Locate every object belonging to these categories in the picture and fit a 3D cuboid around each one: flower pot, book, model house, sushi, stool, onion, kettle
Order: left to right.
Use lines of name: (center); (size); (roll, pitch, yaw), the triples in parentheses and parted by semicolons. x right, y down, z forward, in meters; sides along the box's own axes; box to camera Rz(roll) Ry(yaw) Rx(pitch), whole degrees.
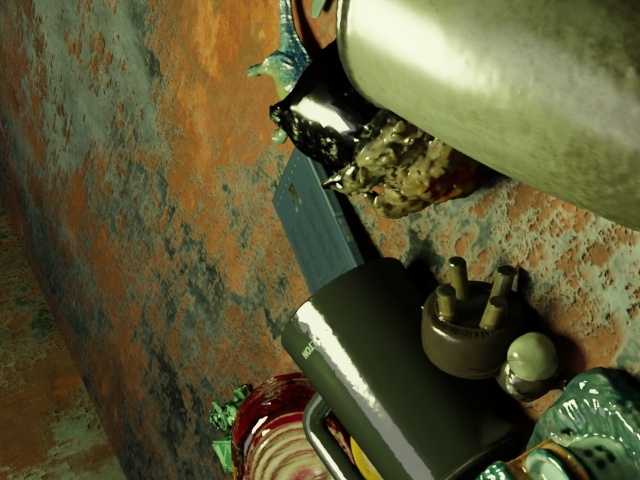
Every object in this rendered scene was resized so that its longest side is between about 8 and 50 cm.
onion: (-0.052, 0.322, 1.873); (0.206, 0.216, 0.207); (-119, 22, -70)
book: (0.000, 0.000, 1.706); (0.269, 0.025, 0.191); (67, 154, 23)
kettle: (0.087, 0.220, 1.488); (0.308, 0.262, 0.203); (55, -175, 23)
sushi: (0.089, -0.130, 1.284); (0.219, 0.225, 0.238); (54, -177, 12)
stool: (0.206, 0.109, 1.328); (0.217, 0.125, 0.121); (35, 137, 35)
model house: (0.260, 0.306, 1.180); (0.253, 0.291, 0.184); (52, 153, 31)
flower pot: (0.221, -0.167, 0.936); (0.330, 0.293, 0.294); (42, 143, 34)

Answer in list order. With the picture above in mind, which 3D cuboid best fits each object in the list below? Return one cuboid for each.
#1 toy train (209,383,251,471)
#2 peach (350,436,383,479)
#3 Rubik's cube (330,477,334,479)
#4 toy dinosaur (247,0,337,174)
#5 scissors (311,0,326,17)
toy train: (-0.133, 0.367, 2.159); (0.154, 0.115, 0.269); (62, 153, -3)
peach: (0.117, 0.309, 1.650); (0.179, 0.103, 0.179); (42, 146, 38)
Rubik's cube: (0.067, 0.591, 1.614); (0.322, 0.316, 0.319); (31, 155, 53)
toy dinosaur: (-0.028, -0.216, 1.591); (0.147, 0.076, 0.363); (-36, 72, 56)
scissors: (0.042, -0.434, 1.356); (0.193, 0.029, 0.447); (58, 151, 23)
